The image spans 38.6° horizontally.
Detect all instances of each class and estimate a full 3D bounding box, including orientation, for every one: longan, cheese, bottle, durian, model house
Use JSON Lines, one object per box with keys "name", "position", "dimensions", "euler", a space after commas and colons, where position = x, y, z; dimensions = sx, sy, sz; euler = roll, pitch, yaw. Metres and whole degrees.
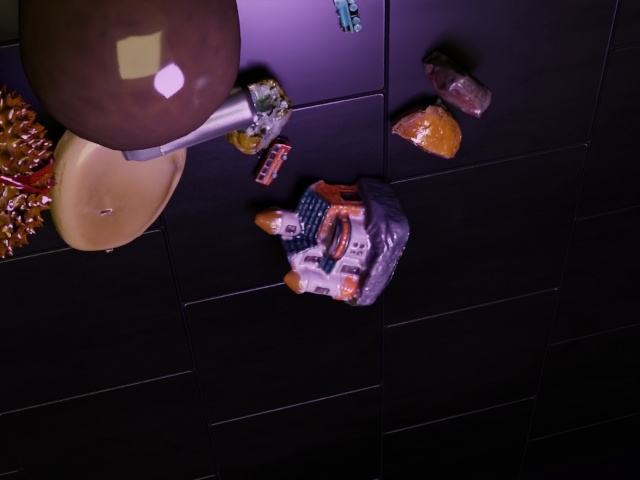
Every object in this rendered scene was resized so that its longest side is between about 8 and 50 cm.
{"name": "longan", "position": [-0.312, -0.338, 1.460], "dimensions": [0.404, 0.336, 0.405], "euler": [12, 127, 17]}
{"name": "cheese", "position": [-0.415, -0.099, 1.793], "dimensions": [0.259, 0.128, 0.316], "euler": [9, 131, -29]}
{"name": "bottle", "position": [-0.240, -0.208, 1.655], "dimensions": [0.253, 0.080, 0.096], "euler": [-19, 165, -3]}
{"name": "durian", "position": [-0.632, -0.117, 1.574], "dimensions": [0.347, 0.348, 0.384], "euler": [19, 136, -33]}
{"name": "model house", "position": [0.000, 0.000, 1.992], "dimensions": [0.300, 0.190, 0.271], "euler": [8, 131, -24]}

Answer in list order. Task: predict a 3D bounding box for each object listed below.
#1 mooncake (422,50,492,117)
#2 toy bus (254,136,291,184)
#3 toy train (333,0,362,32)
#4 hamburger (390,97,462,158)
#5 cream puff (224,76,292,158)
{"name": "mooncake", "position": [0.272, -0.311, 1.829], "dimensions": [0.125, 0.130, 0.073], "euler": [28, 106, -36]}
{"name": "toy bus", "position": [-0.101, -0.166, 1.908], "dimensions": [0.043, 0.031, 0.110], "euler": [16, 126, -23]}
{"name": "toy train", "position": [0.051, -0.427, 1.712], "dimensions": [0.045, 0.029, 0.092], "euler": [-13, 137, 4]}
{"name": "hamburger", "position": [0.239, -0.238, 1.919], "dimensions": [0.176, 0.087, 0.102], "euler": [19, 125, -30]}
{"name": "cream puff", "position": [-0.134, -0.248, 1.765], "dimensions": [0.156, 0.156, 0.121], "euler": [1, 174, -21]}
